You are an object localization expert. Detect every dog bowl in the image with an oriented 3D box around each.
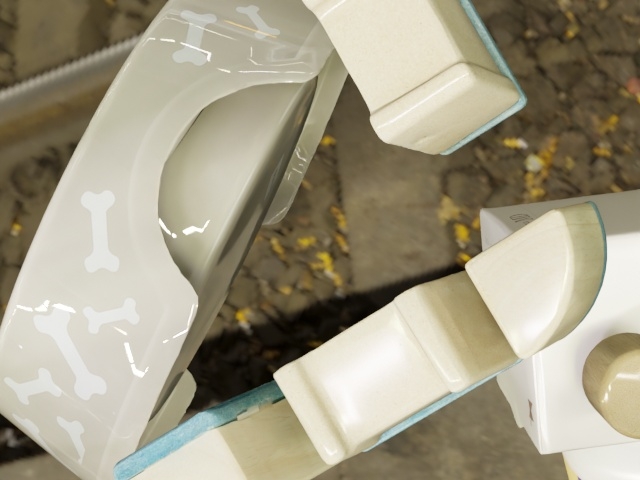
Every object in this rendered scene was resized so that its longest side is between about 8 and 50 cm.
[{"bbox_3d":[-0.088,-0.012,0.958,0.102,0.349,0.349,26,89,1],"label":"dog bowl"}]

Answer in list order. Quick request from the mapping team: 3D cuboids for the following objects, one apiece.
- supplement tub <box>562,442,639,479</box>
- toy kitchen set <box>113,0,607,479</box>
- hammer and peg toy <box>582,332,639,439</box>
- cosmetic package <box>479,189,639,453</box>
[{"bbox_3d":[0.350,0.219,1.406,0.241,0.331,0.241,-14,27,8],"label":"supplement tub"},{"bbox_3d":[0.000,0.000,0.625,0.207,0.122,0.166,-32,82,19],"label":"toy kitchen set"},{"bbox_3d":[0.312,0.211,0.937,0.266,0.127,0.361,-21,97,6],"label":"hammer and peg toy"},{"bbox_3d":[0.313,0.040,1.113,0.365,0.197,0.155,-6,100,-4],"label":"cosmetic package"}]
